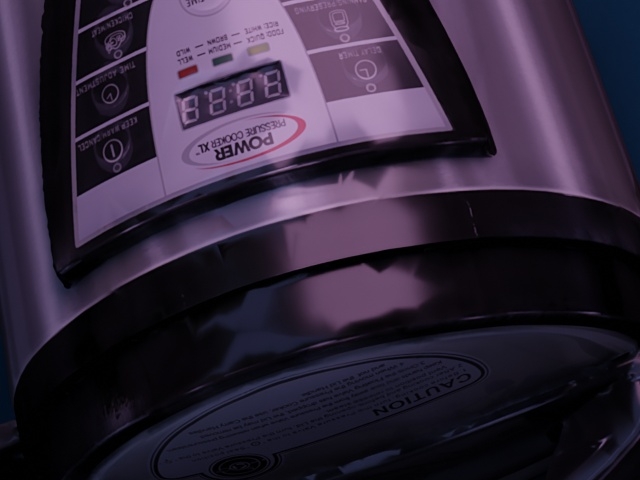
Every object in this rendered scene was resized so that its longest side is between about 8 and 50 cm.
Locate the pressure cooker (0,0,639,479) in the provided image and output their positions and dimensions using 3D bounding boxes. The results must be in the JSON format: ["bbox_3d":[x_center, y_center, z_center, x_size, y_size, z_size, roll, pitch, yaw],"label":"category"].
[{"bbox_3d":[0.003,0.002,0.855,0.370,0.376,0.420,-44,52,48],"label":"pressure cooker"}]
